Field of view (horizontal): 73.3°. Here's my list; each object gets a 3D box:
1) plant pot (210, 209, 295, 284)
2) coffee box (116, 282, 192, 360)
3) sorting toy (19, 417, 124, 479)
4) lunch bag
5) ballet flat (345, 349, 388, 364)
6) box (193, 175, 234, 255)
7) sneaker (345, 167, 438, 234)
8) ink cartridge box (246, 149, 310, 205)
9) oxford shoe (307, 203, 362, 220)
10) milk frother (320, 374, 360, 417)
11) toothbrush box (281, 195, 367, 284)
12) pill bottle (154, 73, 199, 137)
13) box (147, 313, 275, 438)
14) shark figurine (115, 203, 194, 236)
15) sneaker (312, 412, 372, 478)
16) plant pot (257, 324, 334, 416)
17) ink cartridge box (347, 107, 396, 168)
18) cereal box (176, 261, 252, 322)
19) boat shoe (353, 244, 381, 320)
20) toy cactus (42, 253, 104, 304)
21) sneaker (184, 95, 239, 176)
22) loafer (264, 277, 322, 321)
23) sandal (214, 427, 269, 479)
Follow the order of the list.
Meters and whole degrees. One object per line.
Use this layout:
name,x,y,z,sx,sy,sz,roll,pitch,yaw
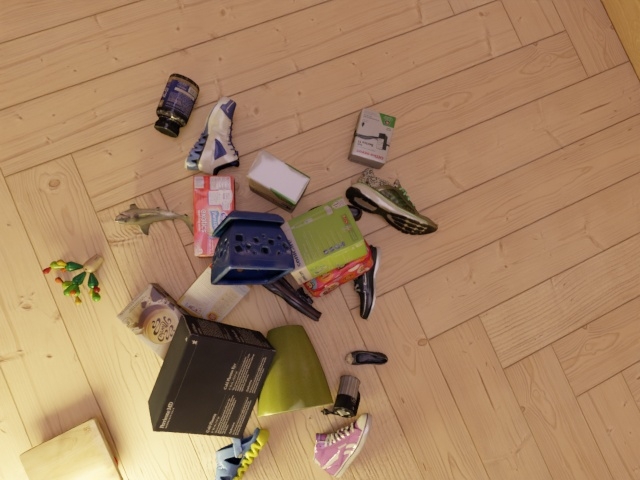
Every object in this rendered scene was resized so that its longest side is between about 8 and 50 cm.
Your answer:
plant pot,-0.244,0.026,1.480,0.235,0.236,0.212,2,71,-30
coffee box,-0.566,0.317,1.583,0.297,0.119,0.168,43,80,-2
sorting toy,-0.853,0.789,1.506,0.256,0.089,0.256,-25,88,-10
lunch bag,0.033,0.051,1.673,0.292,0.120,0.258,-31,62,-2
ballet flat,0.185,0.467,1.712,0.172,0.049,0.058,0,83,-8
box,-0.398,-0.087,1.640,0.153,0.142,0.301,-3,85,-9
sneaker,0.316,-0.168,1.759,0.409,0.158,0.182,29,72,-7
ink cartridge box,-0.160,-0.212,1.622,0.201,0.278,0.117,30,84,-4
oxford shoe,0.058,-0.115,1.732,0.226,0.096,0.083,-5,84,-3
milk frother,0.077,0.608,1.663,0.143,0.129,0.135,2,44,19
toothbrush box,0.000,0.000,1.567,0.282,0.122,0.206,-25,61,-1
pill bottle,-0.562,-0.520,1.673,0.122,0.123,0.220,19,81,-6
box,-0.376,0.469,1.483,0.312,0.179,0.344,21,92,-31
shark figurine,-0.631,-0.069,1.644,0.277,0.166,0.116,1,109,-25
sneaker,0.071,0.745,1.618,0.160,0.102,0.282,32,96,2
plant pot,-0.111,0.471,1.583,0.274,0.275,0.294,-7,68,-9
ink cartridge box,0.214,-0.422,1.794,0.152,0.087,0.209,14,83,-6
cereal box,-0.392,0.197,1.597,0.173,0.047,0.240,41,106,-12
boat shoe,0.175,0.164,1.719,0.091,0.114,0.303,11,71,-8
toy cactus,-0.880,0.123,1.578,0.218,0.112,0.181,35,70,5
sneaker,-0.381,-0.383,1.694,0.182,0.127,0.316,27,88,-8
loafer,-0.111,0.198,1.673,0.302,0.109,0.095,35,76,0
sandal,-0.328,0.807,1.573,0.138,0.126,0.318,35,72,0
